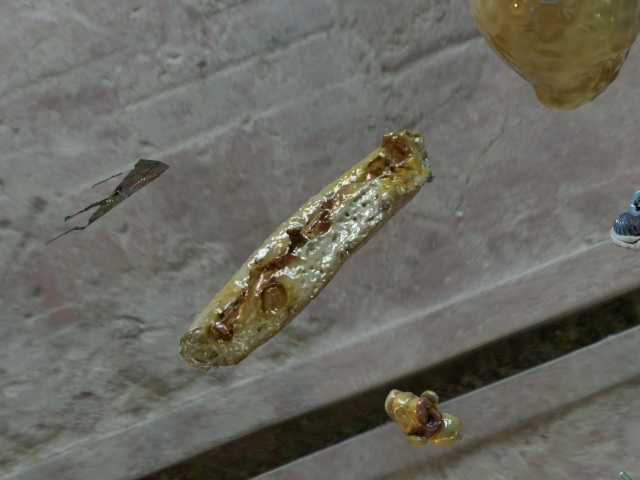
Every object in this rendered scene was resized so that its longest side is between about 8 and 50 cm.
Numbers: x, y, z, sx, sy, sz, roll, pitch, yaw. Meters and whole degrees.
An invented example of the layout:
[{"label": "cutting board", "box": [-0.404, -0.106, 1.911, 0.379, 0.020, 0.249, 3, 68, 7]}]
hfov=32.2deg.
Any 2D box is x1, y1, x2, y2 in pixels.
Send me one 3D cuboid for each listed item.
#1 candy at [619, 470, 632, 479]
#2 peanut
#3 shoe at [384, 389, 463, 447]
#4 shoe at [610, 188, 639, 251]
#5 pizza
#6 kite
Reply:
[{"label": "candy", "box": [0.481, 0.390, 1.576, 0.062, 0.058, 0.194, -43, 110, -1]}, {"label": "peanut", "box": [0.159, -0.196, 0.680, 0.137, 0.122, 0.253, -4, 125, -20]}, {"label": "shoe", "box": [0.135, 0.237, 1.449, 0.072, 0.069, 0.109, -47, 116, -29]}, {"label": "shoe", "box": [0.537, -0.032, 1.802, 0.092, 0.207, 0.106, 5, 91, -3]}, {"label": "pizza", "box": [-0.004, 0.003, 0.870, 0.271, 0.134, 0.056, -41, 97, -10]}, {"label": "kite", "box": [-0.229, -0.053, 1.265, 0.160, 0.183, 0.010, -32, 86, -41]}]
